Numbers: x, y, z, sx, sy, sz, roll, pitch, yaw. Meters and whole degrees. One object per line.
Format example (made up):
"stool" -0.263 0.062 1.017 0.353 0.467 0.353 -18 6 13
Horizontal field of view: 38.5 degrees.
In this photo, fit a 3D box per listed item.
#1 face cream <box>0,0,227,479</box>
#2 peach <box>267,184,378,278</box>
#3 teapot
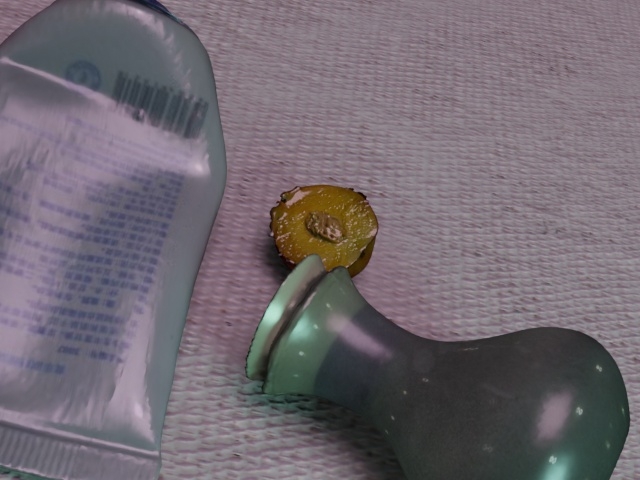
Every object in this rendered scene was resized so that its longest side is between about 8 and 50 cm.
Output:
"face cream" -0.187 -0.034 0.690 0.234 0.137 0.420 19 53 -11
"peach" 0.001 0.001 0.777 0.098 0.061 0.098 -2 52 2
"teapot" 0.077 0.112 0.644 0.250 0.184 0.183 28 43 15
